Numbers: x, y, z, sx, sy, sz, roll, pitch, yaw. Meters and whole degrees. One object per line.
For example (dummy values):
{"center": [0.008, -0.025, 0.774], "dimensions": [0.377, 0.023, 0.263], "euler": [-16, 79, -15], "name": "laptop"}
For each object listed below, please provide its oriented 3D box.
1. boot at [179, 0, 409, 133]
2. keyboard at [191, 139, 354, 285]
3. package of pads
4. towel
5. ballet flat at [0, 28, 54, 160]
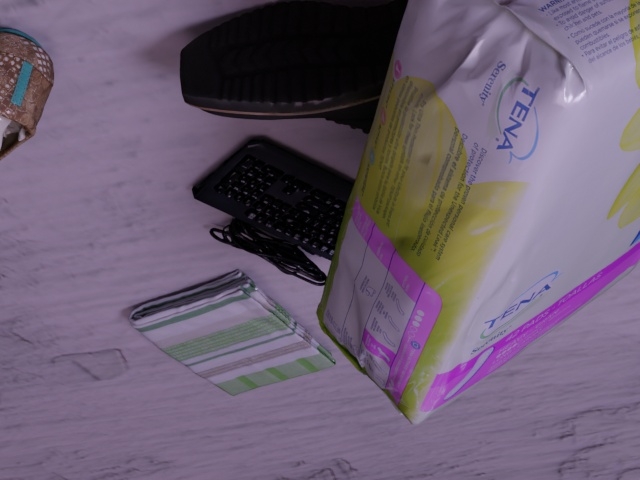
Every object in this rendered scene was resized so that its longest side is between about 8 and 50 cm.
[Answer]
{"center": [0.025, -0.073, 0.651], "dimensions": [0.197, 0.077, 0.137], "euler": [-5, 149, 4], "name": "boot"}
{"center": [0.000, 0.000, 0.774], "dimensions": [0.192, 0.038, 0.100], "euler": [25, 136, -31], "name": "keyboard"}
{"center": [0.122, -0.047, 0.581], "dimensions": [0.229, 0.101, 0.296], "euler": [-28, 153, -29], "name": "package of pads"}
{"center": [-0.069, 0.079, 0.896], "dimensions": [0.113, 0.023, 0.152], "euler": [-17, 144, 22], "name": "towel"}
{"center": [-0.235, -0.050, 0.664], "dimensions": [0.073, 0.067, 0.206], "euler": [24, 136, -32], "name": "ballet flat"}
